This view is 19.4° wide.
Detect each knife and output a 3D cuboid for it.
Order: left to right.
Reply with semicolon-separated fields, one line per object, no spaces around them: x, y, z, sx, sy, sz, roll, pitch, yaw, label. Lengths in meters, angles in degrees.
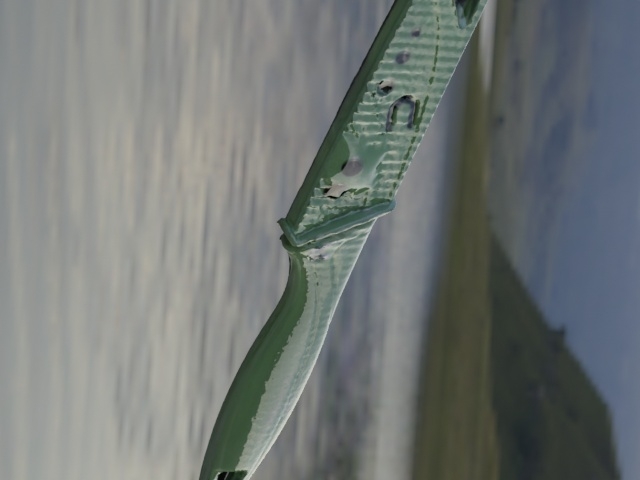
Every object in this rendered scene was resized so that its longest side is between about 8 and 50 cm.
0.001;0.001;0.686;0.020;0.043;0.293;59;-44;40;knife
